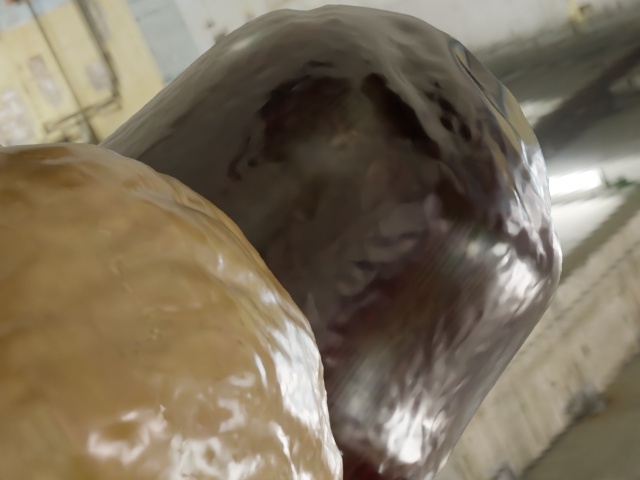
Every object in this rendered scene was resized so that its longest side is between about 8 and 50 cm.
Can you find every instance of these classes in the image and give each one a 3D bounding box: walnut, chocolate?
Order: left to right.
[{"bbox_3d":[-0.145,0.100,0.640,0.306,0.306,0.344,-25,154,0],"label":"walnut"},{"bbox_3d":[0.000,0.000,1.057,0.331,0.383,0.383,-48,-162,-5],"label":"chocolate"}]
